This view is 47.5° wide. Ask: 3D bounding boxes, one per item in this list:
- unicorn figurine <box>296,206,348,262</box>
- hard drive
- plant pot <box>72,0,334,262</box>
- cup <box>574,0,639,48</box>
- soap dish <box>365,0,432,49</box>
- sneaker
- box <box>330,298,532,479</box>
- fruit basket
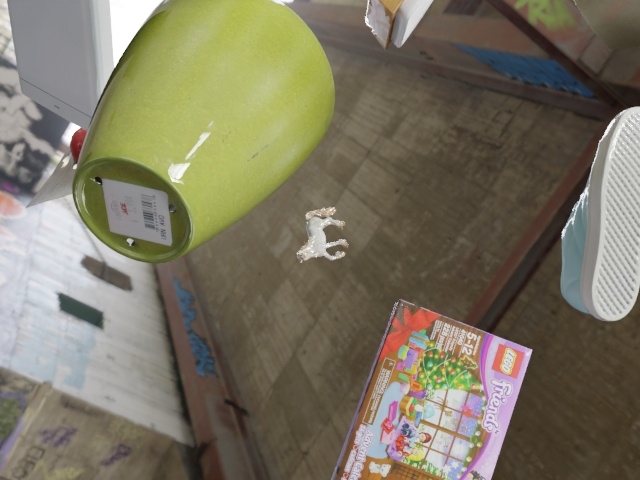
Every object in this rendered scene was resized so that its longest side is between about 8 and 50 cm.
[{"bbox_3d":[0.000,0.000,1.516,0.161,0.111,0.060,-103,-161,-45],"label":"unicorn figurine"},{"bbox_3d":[-0.421,-0.364,1.163,0.047,0.233,0.353,-34,142,-42],"label":"hard drive"},{"bbox_3d":[-0.152,-0.118,0.847,0.275,0.275,0.293,-39,-162,38],"label":"plant pot"},{"bbox_3d":[0.590,-0.485,1.313,0.237,0.331,0.331,-31,-144,34],"label":"cup"},{"bbox_3d":[0.221,-0.624,1.734,0.290,0.118,0.229,-56,177,-4],"label":"soap dish"},{"bbox_3d":[0.485,-0.051,1.274,0.150,0.135,0.365,-164,-94,-69],"label":"sneaker"},{"bbox_3d":[0.152,0.254,1.019,0.057,0.201,0.293,97,14,-78],"label":"box"},{"bbox_3d":[-0.399,-0.199,1.490,0.353,0.165,0.327,-18,-143,30],"label":"fruit basket"}]
